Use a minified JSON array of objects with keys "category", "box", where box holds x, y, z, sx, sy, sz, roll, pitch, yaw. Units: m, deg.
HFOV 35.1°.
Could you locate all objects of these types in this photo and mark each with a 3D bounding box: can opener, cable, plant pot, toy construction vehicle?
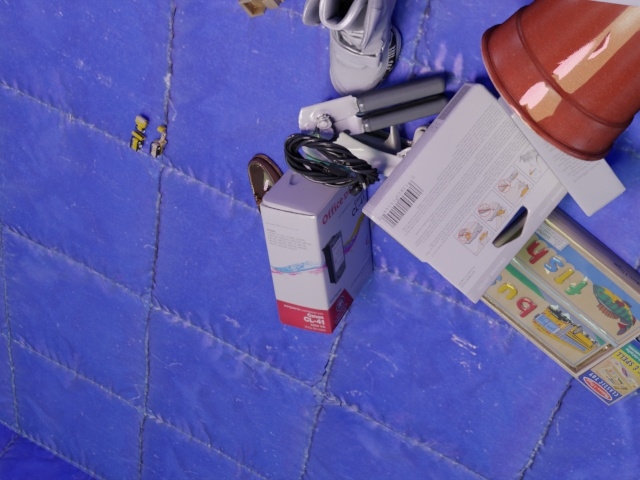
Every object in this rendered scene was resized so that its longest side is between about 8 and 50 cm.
[{"category":"can opener","box":[0.092,-0.240,1.825,0.280,0.093,0.074,-12,115,11]},{"category":"cable","box":[0.016,-0.137,1.833,0.184,0.047,0.150,30,163,-22]},{"category":"plant pot","box":[0.427,-0.304,1.495,0.272,0.272,0.265,42,129,-4]},{"category":"toy construction vehicle","box":[-0.381,-0.230,2.251,0.086,0.035,0.098,34,136,20]}]

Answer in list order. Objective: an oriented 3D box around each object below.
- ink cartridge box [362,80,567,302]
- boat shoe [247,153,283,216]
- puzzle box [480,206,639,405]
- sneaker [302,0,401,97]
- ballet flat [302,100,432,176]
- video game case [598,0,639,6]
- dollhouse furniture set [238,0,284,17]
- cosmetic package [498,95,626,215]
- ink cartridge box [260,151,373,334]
[{"category":"ink cartridge box","box":[0.263,-0.082,1.775,0.261,0.296,0.066,39,-179,-19]},{"category":"boat shoe","box":[-0.102,-0.082,2.157,0.073,0.073,0.207,-8,119,39]},{"category":"puzzle box","box":[0.493,0.124,1.945,0.409,0.052,0.272,39,138,-1]},{"category":"sneaker","box":[0.051,-0.361,1.715,0.137,0.210,0.366,27,136,13]},{"category":"ballet flat","box":[0.148,-0.171,1.887,0.400,0.139,0.139,19,134,21]},{"category":"video game case","box":[0.429,-0.417,1.350,0.328,0.300,0.036,14,144,23]},{"category":"dollhouse furniture set","box":[-0.081,-0.498,1.802,0.181,0.101,0.161,-2,148,35]},{"category":"cosmetic package","box":[0.403,-0.163,1.690,0.085,0.117,0.231,-39,109,13]},{"category":"ink cartridge box","box":[0.000,0.000,2.044,0.131,0.226,0.306,14,133,23]}]
